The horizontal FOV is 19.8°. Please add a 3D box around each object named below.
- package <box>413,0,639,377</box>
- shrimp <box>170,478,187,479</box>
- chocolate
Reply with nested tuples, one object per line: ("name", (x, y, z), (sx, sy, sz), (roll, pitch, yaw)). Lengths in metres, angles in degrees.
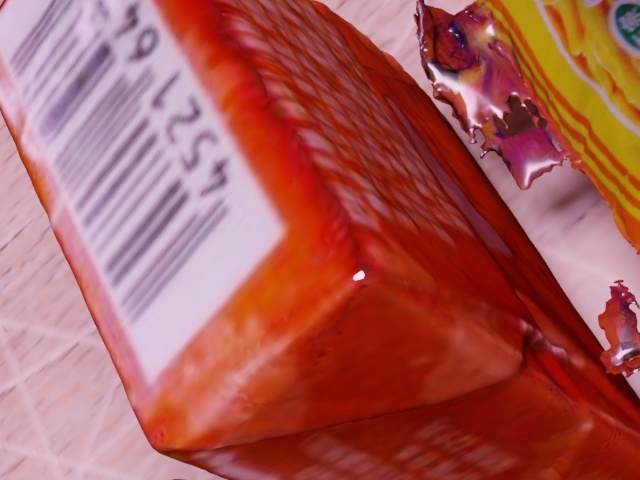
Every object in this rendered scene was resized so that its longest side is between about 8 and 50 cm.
("package", (0.194, -0.088, 0.711), (0.288, 0.108, 0.223), (-35, 41, 11))
("shrimp", (-0.106, 0.146, 0.756), (0.236, 0.053, 0.133), (10, 62, 31))
("chocolate", (0.000, 0.000, 0.686), (0.108, 0.235, 0.237), (-43, 52, 13))
